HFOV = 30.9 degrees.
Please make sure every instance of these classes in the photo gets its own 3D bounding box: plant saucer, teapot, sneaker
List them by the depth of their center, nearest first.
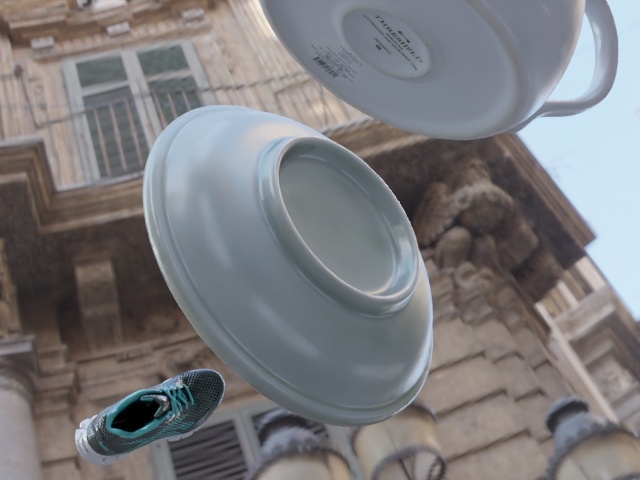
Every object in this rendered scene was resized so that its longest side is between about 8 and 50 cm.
[{"bbox_3d":[0.092,-0.205,0.836,0.187,0.252,0.256,-59,-22,-23],"label":"teapot"},{"bbox_3d":[-0.159,0.170,1.153,0.166,0.065,0.076,-26,-11,-34],"label":"sneaker"},{"bbox_3d":[0.000,0.000,1.245,0.400,0.400,0.100,26,-48,-33],"label":"plant saucer"}]
